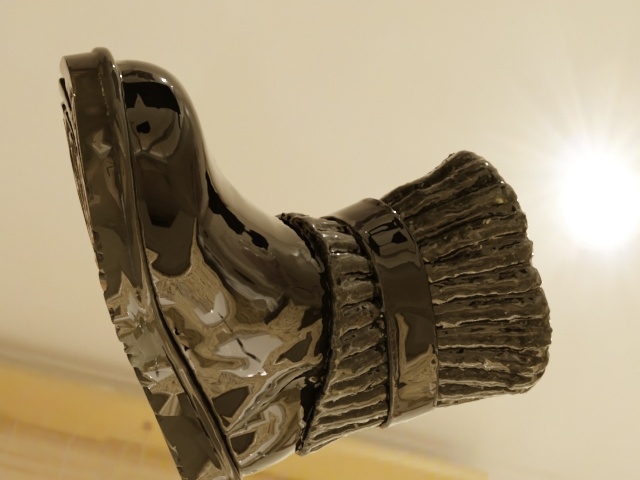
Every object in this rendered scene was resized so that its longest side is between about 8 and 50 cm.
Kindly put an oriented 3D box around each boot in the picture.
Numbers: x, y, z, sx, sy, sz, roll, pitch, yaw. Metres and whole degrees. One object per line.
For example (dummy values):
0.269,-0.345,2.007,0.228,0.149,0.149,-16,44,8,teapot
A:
-0.001,-0.002,0.851,0.260,0.131,0.348,-20,-45,-6,boot
